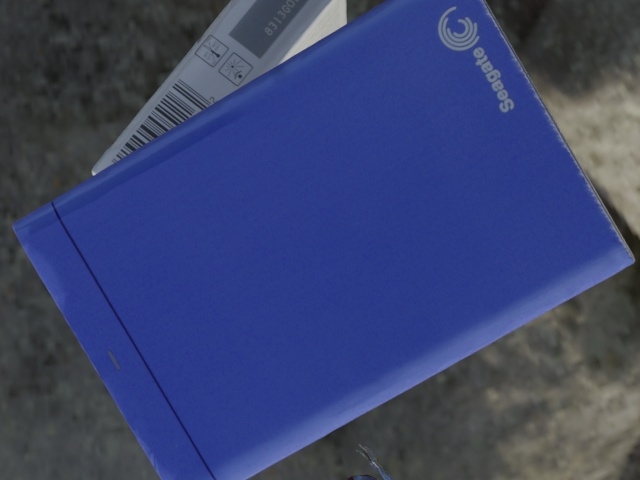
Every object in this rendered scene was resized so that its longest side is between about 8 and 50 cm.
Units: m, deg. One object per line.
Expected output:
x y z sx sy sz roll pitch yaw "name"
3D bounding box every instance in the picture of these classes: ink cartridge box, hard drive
-0.096 -0.133 1.991 0.091 0.385 0.308 37 83 5 "ink cartridge box"
0.000 0.000 1.127 0.319 0.040 0.210 -30 92 9 "hard drive"

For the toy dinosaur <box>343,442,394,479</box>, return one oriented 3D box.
0.036 0.163 1.057 0.047 0.082 0.090 -40 103 7 "toy dinosaur"
